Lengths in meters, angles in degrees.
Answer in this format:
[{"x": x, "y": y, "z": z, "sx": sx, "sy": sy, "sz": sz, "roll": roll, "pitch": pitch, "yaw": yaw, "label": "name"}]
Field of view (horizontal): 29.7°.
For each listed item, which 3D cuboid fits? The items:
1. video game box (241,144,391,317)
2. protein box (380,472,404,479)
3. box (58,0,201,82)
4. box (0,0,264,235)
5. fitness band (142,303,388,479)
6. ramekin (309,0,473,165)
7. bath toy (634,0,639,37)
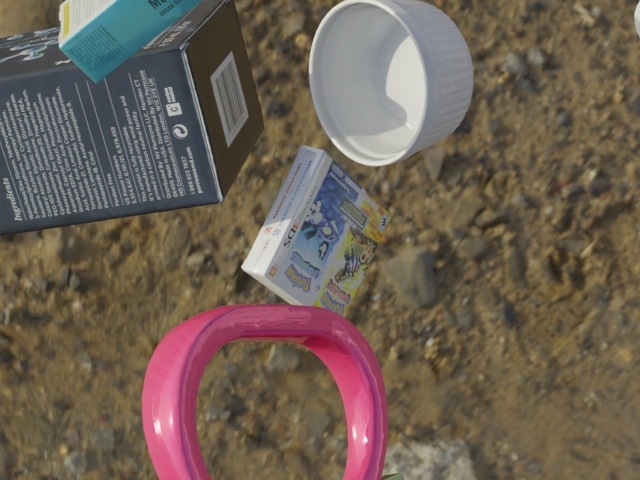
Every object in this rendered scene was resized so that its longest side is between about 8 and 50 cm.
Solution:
[{"x": 0.000, "y": 0.000, "z": 1.632, "sx": 0.048, "sy": 0.205, "sz": 0.187, "roll": 19, "pitch": 77, "yaw": 38, "label": "video game box"}, {"x": 0.010, "y": 0.397, "z": 1.395, "sx": 0.201, "sy": 0.136, "sz": 0.199, "roll": -12, "pitch": 84, "yaw": -41, "label": "protein box"}, {"x": -0.163, "y": -0.276, "z": 1.257, "sx": 0.244, "sy": 0.060, "sz": 0.100, "roll": -35, "pitch": 36, "yaw": 15, "label": "box"}, {"x": -0.309, "y": -0.169, "z": 1.635, "sx": 0.395, "sy": 0.212, "sz": 0.293, "roll": -9, "pitch": 22, "yaw": 12, "label": "box"}, {"x": -0.032, "y": 0.156, "z": 1.001, "sx": 0.291, "sy": 0.054, "sz": 0.209, "roll": 6, "pitch": 74, "yaw": -54, "label": "fitness band"}, {"x": 0.092, "y": -0.201, "z": 1.491, "sx": 0.109, "sy": 0.207, "sz": 0.207, "roll": -16, "pitch": 68, "yaw": -40, "label": "ramekin"}, {"x": 0.449, "y": -0.365, "z": 1.335, "sx": 0.129, "sy": 0.348, "sz": 0.151, "roll": -11, "pitch": 31, "yaw": -26, "label": "bath toy"}]
